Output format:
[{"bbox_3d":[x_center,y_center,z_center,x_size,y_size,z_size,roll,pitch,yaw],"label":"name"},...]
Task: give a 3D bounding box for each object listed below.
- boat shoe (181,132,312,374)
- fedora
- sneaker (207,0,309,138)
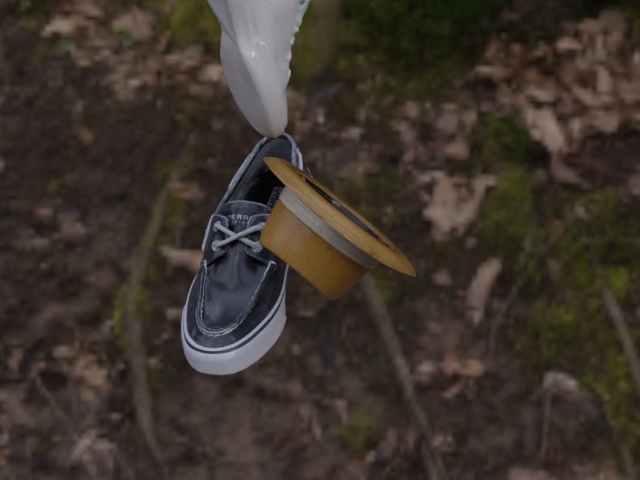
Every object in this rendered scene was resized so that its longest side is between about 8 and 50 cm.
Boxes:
[{"bbox_3d":[-0.074,0.005,1.635,0.108,0.102,0.301,6,45,19],"label":"boat shoe"},{"bbox_3d":[0.000,0.000,1.472,0.194,0.079,0.194,39,5,-4],"label":"fedora"},{"bbox_3d":[-0.046,-0.196,1.467,0.094,0.212,0.080,-28,36,-21],"label":"sneaker"}]
